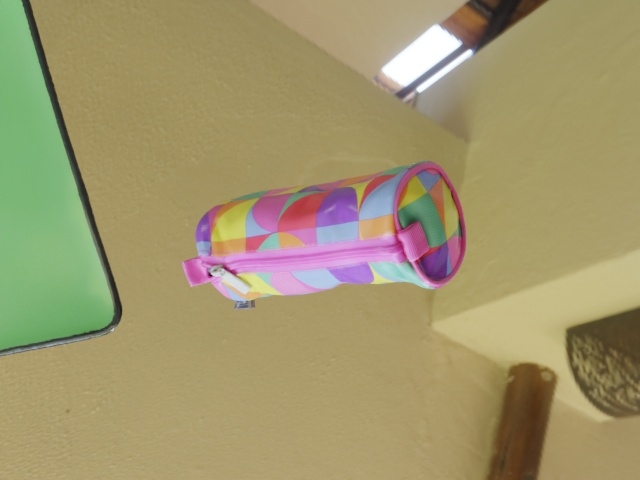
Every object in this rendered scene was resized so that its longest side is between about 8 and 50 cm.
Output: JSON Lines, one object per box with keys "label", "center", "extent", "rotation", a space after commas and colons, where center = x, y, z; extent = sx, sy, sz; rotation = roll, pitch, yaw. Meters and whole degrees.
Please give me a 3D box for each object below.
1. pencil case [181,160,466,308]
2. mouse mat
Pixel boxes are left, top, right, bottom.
{"label": "pencil case", "center": [0.000, 0.000, 0.679], "extent": [0.104, 0.236, 0.104], "rotation": [14, -108, -48]}
{"label": "mouse mat", "center": [-0.192, -0.029, 0.415], "extent": [0.007, 0.153, 0.189], "rotation": [-62, -41, -76]}
